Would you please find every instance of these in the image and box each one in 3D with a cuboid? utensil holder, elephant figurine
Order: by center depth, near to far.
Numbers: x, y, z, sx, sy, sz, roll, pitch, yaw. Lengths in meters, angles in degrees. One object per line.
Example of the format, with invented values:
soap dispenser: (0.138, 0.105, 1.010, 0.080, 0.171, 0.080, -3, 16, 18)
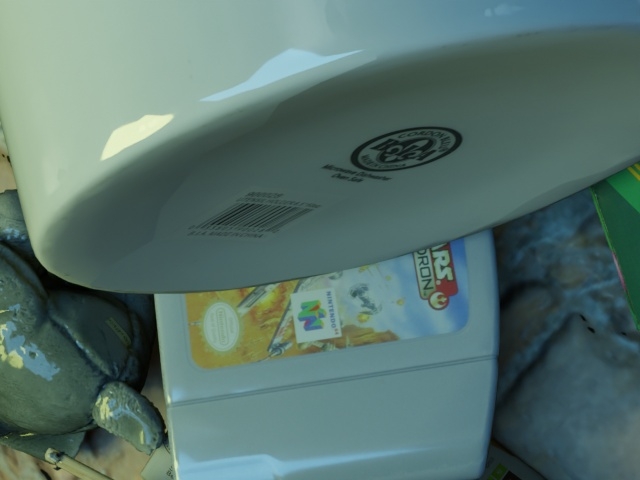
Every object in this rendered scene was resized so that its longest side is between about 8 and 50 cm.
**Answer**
utensil holder: (-0.016, -0.203, 0.560, 0.328, 0.328, 0.385, -21, 75, 23)
elephant figurine: (-0.224, 0.090, 0.836, 0.169, 0.186, 0.239, 37, 122, -20)

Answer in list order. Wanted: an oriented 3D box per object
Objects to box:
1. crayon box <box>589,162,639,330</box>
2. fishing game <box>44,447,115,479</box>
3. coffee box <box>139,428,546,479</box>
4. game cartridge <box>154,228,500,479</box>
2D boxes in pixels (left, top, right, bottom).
crayon box: (0.277, -0.068, 0.617, 0.278, 0.081, 0.165, -17, 97, 30)
fishing game: (-0.072, 0.213, 0.736, 0.189, 0.264, 0.041, 21, 65, 29)
coffee box: (0.030, 0.161, 0.760, 0.246, 0.098, 0.141, 38, 108, 13)
game cartridge: (0.000, 0.000, 0.704, 0.198, 0.062, 0.297, -10, 74, 6)
